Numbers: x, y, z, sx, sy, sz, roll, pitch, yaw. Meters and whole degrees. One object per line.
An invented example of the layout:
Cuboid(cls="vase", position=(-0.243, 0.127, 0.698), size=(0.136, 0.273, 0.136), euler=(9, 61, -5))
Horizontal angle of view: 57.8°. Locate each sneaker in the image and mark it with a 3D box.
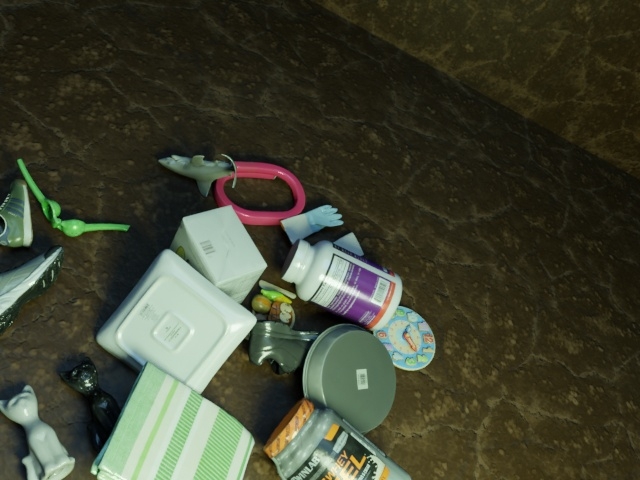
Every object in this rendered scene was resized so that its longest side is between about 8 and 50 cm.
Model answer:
Cuboid(cls="sneaker", position=(-0.068, 0.289, 1.510), size=(0.286, 0.109, 0.130), euler=(16, 74, -27))
Cuboid(cls="sneaker", position=(-0.749, -0.069, 1.394), size=(0.086, 0.064, 0.192), euler=(-1, 61, -36))
Cuboid(cls="sneaker", position=(-0.681, 0.094, 1.295), size=(0.108, 0.100, 0.272), euler=(33, 47, 2))

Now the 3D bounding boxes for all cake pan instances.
Cuboid(cls="cake pan", position=(0.087, 0.360, 1.497), size=(0.293, 0.054, 0.294), euler=(10, 73, -36))

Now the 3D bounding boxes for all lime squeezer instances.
Cuboid(cls="lime squeezer", position=(-0.637, -0.079, 1.450), size=(0.310, 0.058, 0.110), euler=(35, 66, -20))

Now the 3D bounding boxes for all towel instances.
Cuboid(cls="towel", position=(-0.293, 0.447, 1.234), size=(0.325, 0.038, 0.248), euler=(41, 45, -24))

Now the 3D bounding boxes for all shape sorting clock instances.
Cuboid(cls="shape sorting clock", position=(0.251, 0.287, 1.724), size=(0.206, 0.040, 0.206), euler=(16, 51, -20))

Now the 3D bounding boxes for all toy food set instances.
Cuboid(cls="toy food set", position=(-0.128, 0.196, 1.575), size=(0.132, 0.038, 0.192), euler=(22, 49, -14))

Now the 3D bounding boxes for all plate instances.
Cuboid(cls="plate", position=(-0.336, 0.206, 1.327), size=(0.278, 0.045, 0.277), euler=(38, 91, 0))

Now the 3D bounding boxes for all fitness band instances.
Cuboid(cls="fitness band", position=(-0.186, -0.142, 1.785), size=(0.290, 0.054, 0.209), euler=(0, 60, -29))

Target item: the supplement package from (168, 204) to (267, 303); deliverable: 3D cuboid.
Cuboid(cls="supplement package", position=(-0.273, 0.057, 1.481), size=(0.149, 0.203, 0.194), euler=(-18, 67, -38))

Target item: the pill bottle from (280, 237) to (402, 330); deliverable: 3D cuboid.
Cuboid(cls="pill bottle", position=(0.057, 0.117, 1.642), size=(0.322, 0.181, 0.182), euler=(26, 48, -11))

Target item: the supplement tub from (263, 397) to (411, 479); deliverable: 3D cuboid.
Cuboid(cls="supplement tub", position=(0.035, 0.520, 1.327), size=(0.316, 0.194, 0.193), euler=(39, 47, 2))

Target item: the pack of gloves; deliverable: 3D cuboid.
Cuboid(cls="pack of gloves", position=(0.000, 0.000, 1.803), size=(0.232, 0.046, 0.195), euler=(-22, 82, -36))

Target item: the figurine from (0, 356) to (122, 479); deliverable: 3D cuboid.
Cuboid(cls="figurine", position=(-0.530, 0.364, 1.201), size=(0.214, 0.092, 0.209), euler=(-23, 63, -38))

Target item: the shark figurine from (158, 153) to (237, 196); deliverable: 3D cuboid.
Cuboid(cls="shark figurine", position=(-0.318, -0.185, 1.686), size=(0.166, 0.278, 0.116), euler=(7, 91, -60))
